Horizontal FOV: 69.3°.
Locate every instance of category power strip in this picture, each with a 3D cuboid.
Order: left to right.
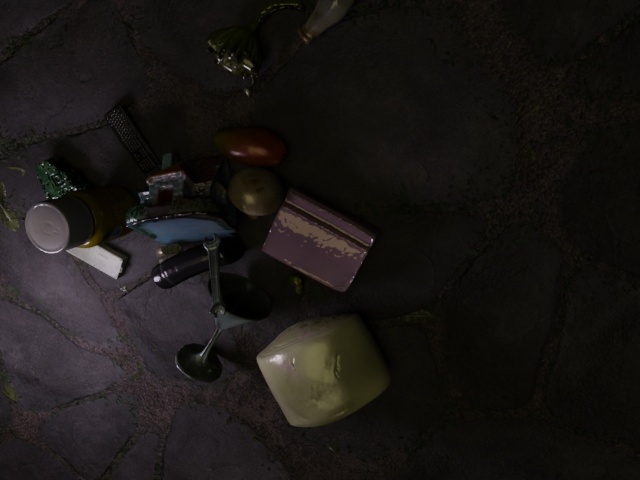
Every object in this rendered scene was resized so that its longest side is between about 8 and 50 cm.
[{"bbox_3d":[-1.002,0.040,2.006,0.367,0.043,0.106,28,108,6],"label":"power strip"}]

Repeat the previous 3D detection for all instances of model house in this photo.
[{"bbox_3d":[-0.491,-0.192,1.726,0.360,0.297,0.339,-7,71,16],"label":"model house"}]

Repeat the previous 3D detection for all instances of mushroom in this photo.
[{"bbox_3d":[-0.239,-0.158,1.702,0.207,0.207,0.215,30,141,6],"label":"mushroom"},{"bbox_3d":[0.022,-0.751,1.538,0.116,0.093,0.225,50,120,18],"label":"mushroom"}]

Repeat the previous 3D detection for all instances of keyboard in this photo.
[{"bbox_3d":[-0.773,-0.445,1.830,0.103,0.041,0.381,-29,95,18],"label":"keyboard"}]

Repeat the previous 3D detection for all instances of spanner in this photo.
[{"bbox_3d":[-0.374,0.123,1.652,0.071,0.017,0.302,-10,78,4],"label":"spanner"}]

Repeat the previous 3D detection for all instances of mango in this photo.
[{"bbox_3d":[-0.263,-0.342,1.680,0.289,0.129,0.146,6,78,16],"label":"mango"}]

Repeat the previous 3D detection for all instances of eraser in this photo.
[{"bbox_3d":[0.000,0.000,1.704,0.359,0.122,0.272,30,108,6],"label":"eraser"}]

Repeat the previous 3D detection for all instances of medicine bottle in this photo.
[{"bbox_3d":[-0.894,-0.085,1.768,0.224,0.384,0.224,3,103,13],"label":"medicine bottle"}]

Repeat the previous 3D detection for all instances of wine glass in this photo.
[{"bbox_3d":[-0.401,0.353,1.835,0.267,0.267,0.406,36,114,3],"label":"wine glass"}]

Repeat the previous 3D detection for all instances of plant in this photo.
[{"bbox_3d":[-0.239,-0.707,1.626,0.251,0.180,0.333,35,76,11],"label":"plant"}]

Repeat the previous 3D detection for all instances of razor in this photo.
[{"bbox_3d":[-0.474,0.078,1.800,0.349,0.204,0.113,-21,96,15],"label":"razor"}]

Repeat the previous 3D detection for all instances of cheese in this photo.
[{"bbox_3d":[-0.624,0.050,1.863,0.192,0.097,0.037,-19,83,55],"label":"cheese"}]

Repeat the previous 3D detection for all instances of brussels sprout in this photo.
[{"bbox_3d":[-0.089,0.171,1.808,0.083,0.046,0.051,59,153,-11],"label":"brussels sprout"}]

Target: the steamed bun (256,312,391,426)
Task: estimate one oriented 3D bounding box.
[{"bbox_3d":[-0.001,0.484,1.733,0.456,0.290,0.371,-28,94,18],"label":"steamed bun"}]

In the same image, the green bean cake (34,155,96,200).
[{"bbox_3d":[-1.057,-0.255,1.916,0.193,0.107,0.208,-18,97,18],"label":"green bean cake"}]
